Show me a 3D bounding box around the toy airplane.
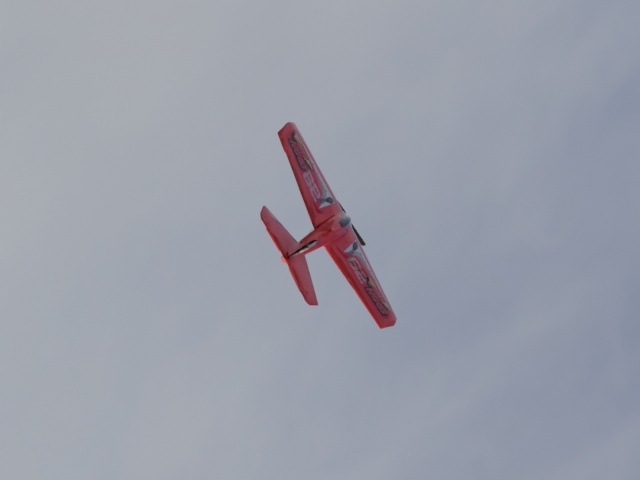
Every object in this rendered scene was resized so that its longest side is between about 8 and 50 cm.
[{"bbox_3d":[0.000,0.000,1.162,0.028,0.151,0.151,-27,-151,16],"label":"toy airplane"}]
